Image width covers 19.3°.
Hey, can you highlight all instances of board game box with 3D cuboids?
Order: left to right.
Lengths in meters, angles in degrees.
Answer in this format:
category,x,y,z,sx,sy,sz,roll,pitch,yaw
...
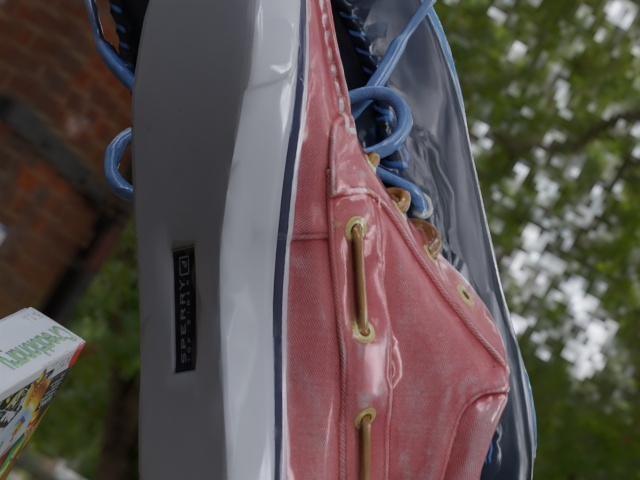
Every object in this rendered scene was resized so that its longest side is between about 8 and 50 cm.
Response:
category,x,y,z,sx,sy,sz,roll,pitch,yaw
board game box,-0.249,0.152,1.156,0.053,0.193,0.305,32,9,4

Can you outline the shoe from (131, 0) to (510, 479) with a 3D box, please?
category,x,y,z,sx,sy,sz,roll,pitch,yaw
shoe,0.000,0.000,0.486,0.081,0.178,0.063,4,-6,-32

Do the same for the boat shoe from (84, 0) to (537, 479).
category,x,y,z,sx,sy,sz,roll,pitch,yaw
boat shoe,0.006,-0.007,0.553,0.109,0.089,0.258,-22,-74,26
